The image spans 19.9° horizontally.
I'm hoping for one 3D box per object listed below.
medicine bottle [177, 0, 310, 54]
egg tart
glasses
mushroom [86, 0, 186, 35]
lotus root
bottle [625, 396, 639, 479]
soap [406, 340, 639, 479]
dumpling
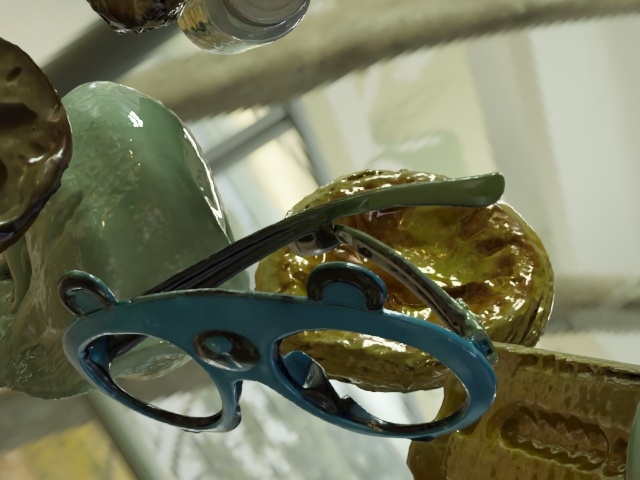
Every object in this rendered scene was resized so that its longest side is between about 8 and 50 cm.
[{"bbox_3d":[-0.062,-0.204,1.505,0.095,0.095,0.260,59,-9,-9],"label":"medicine bottle"},{"bbox_3d":[0.095,0.061,2.060,0.341,0.341,0.132,53,-24,35],"label":"egg tart"},{"bbox_3d":[0.007,0.036,0.907,0.239,0.207,0.102,-2,-77,37],"label":"glasses"},{"bbox_3d":[-0.144,-0.162,0.751,0.217,0.148,0.227,26,-21,-9],"label":"mushroom"},{"bbox_3d":[-0.285,-0.053,1.223,0.188,0.199,0.180,65,-26,10],"label":"lotus root"},{"bbox_3d":[0.331,0.110,0.824,0.229,0.351,0.229,25,58,-47],"label":"bottle"},{"bbox_3d":[0.201,0.241,1.459,0.156,0.293,0.335,22,-10,-28],"label":"soap"},{"bbox_3d":[-0.165,0.014,1.464,0.212,0.270,0.320,18,-2,-7],"label":"dumpling"}]
